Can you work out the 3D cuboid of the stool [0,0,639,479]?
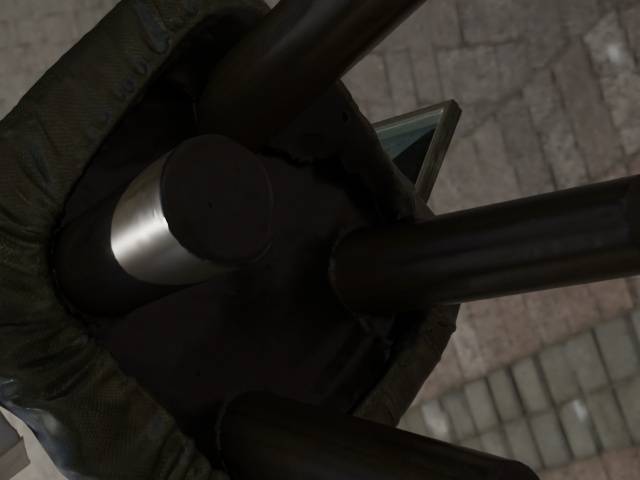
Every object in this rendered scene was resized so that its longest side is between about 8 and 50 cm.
[{"bbox_3d":[0.000,0.000,0.732,0.226,0.310,0.310,-19,119,47],"label":"stool"}]

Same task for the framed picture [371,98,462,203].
[{"bbox_3d":[0.032,-0.051,1.280,0.203,0.150,0.015,-12,136,45],"label":"framed picture"}]

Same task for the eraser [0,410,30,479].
[{"bbox_3d":[-0.242,0.131,0.886,0.076,0.078,0.298,52,165,2],"label":"eraser"}]
